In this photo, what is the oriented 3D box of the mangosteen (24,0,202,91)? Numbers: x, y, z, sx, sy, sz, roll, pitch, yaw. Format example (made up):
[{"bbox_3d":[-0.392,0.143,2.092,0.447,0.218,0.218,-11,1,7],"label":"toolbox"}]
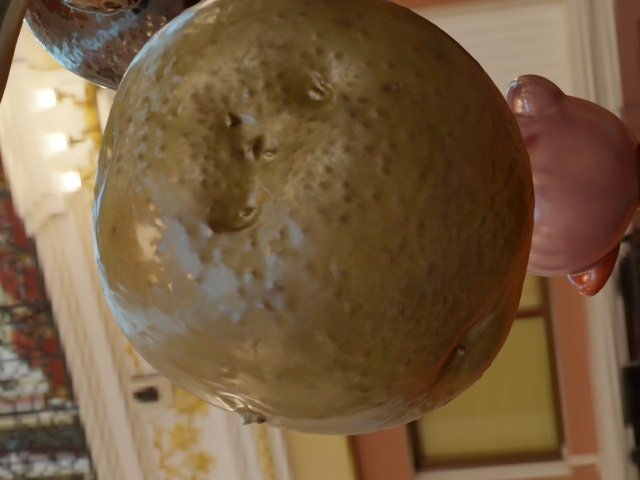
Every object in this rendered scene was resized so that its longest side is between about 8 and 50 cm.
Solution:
[{"bbox_3d":[-0.119,-0.265,1.098,0.313,0.297,0.297,60,-161,-25],"label":"mangosteen"}]

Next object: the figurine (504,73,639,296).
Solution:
[{"bbox_3d":[0.207,-0.052,1.263,0.173,0.173,0.173,-6,-90,-81],"label":"figurine"}]

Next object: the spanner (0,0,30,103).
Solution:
[{"bbox_3d":[-0.229,-0.046,0.746,0.325,0.096,0.040,122,146,-43],"label":"spanner"}]

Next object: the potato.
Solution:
[{"bbox_3d":[0.000,0.000,0.519,0.194,0.157,0.157,62,-156,-69],"label":"potato"}]
